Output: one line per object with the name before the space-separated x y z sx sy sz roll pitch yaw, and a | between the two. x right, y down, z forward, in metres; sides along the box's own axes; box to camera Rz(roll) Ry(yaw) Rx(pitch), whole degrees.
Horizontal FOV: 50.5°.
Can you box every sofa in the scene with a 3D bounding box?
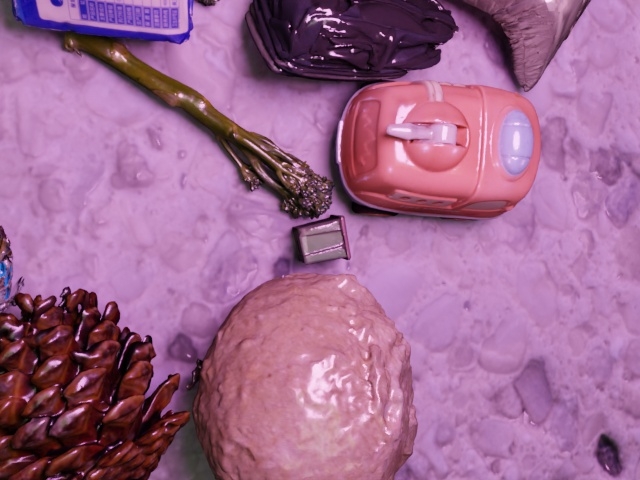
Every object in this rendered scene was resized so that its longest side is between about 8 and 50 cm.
sofa | 0.263 -0.369 0.943 0.225 0.176 0.210 29 74 14

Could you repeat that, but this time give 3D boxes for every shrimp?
shrimp | -0.405 0.063 0.809 0.082 0.076 0.174 24 90 26

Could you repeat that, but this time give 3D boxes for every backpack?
backpack | 0.050 -0.283 0.853 0.258 0.133 0.206 1 50 -27

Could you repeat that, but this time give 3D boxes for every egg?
egg | -0.017 0.190 0.803 0.279 0.279 0.311 2 77 -15

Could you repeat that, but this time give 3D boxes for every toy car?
toy car | 0.161 -0.118 0.865 0.270 0.212 0.181 3 91 -15

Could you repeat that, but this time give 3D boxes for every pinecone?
pinecone | -0.276 0.186 0.763 0.224 0.224 0.272 -38 76 -11

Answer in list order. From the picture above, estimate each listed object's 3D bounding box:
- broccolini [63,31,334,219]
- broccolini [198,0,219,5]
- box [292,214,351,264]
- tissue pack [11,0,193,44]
broccolini | -0.154 -0.145 0.870 0.392 0.079 0.074 32 94 -6
broccolini | -0.100 -0.406 0.874 0.051 0.054 0.239 30 82 0
box | 0.000 0.000 0.894 0.063 0.084 0.060 -10 95 -9
tissue pack | -0.234 -0.362 0.719 0.209 0.270 0.137 5 46 -3
